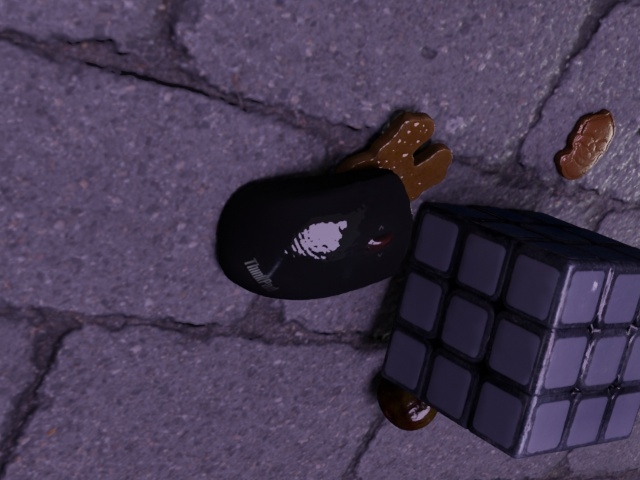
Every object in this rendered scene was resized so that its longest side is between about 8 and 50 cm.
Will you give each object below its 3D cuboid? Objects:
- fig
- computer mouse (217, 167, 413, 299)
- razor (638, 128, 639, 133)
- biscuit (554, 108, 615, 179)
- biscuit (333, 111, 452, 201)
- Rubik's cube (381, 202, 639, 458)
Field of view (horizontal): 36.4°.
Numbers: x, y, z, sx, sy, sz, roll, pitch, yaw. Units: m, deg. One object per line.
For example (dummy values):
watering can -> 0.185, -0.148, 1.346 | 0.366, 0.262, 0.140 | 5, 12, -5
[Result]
fig -> 0.169, 0.250, 1.656 | 0.155, 0.103, 0.109 | -36, 102, -22
computer mouse -> 0.000, 0.000, 1.317 | 0.269, 0.100, 0.170 | -11, 126, -18
razor -> 0.606, -0.261, 1.664 | 0.068, 0.037, 0.191 | -10, 126, -31
biscuit -> 0.447, -0.160, 1.629 | 0.102, 0.019, 0.130 | 27, 101, -47
biscuit -> 0.081, -0.077, 1.395 | 0.236, 0.040, 0.144 | -39, 128, 2
Rubik's cube -> 0.322, 0.127, 1.504 | 0.305, 0.301, 0.303 | 1, 108, -39
